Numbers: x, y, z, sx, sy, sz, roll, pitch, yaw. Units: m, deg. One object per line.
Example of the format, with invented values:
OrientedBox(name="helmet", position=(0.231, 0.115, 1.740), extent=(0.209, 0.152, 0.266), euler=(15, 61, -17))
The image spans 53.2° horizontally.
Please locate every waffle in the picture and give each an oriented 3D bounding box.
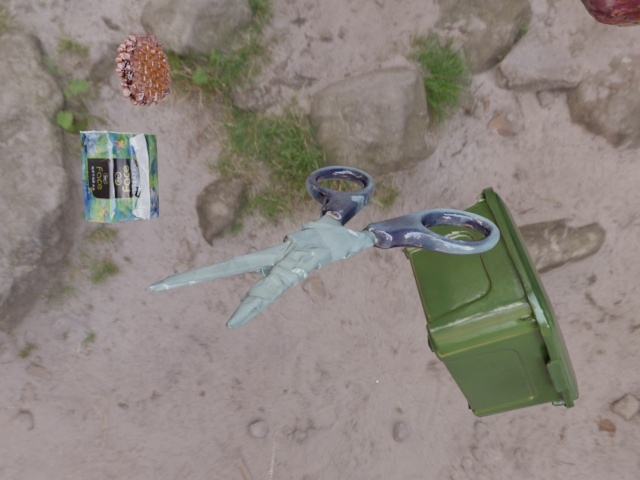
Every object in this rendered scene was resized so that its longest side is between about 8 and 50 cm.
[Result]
OrientedBox(name="waffle", position=(-0.189, -0.185, 0.692), extent=(0.029, 0.075, 0.083), euler=(2, 33, 20))

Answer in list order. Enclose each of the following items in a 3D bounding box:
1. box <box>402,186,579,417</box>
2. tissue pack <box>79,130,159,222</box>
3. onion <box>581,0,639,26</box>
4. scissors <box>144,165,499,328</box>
OrientedBox(name="box", position=(0.256, 0.116, 0.966), extent=(0.178, 0.328, 0.252), euler=(-24, 47, 14))
OrientedBox(name="tissue pack", position=(-0.241, -0.080, 0.797), extent=(0.079, 0.085, 0.111), euler=(4, 98, 31))
OrientedBox(name="onion", position=(0.203, -0.196, 0.419), extent=(0.097, 0.107, 0.107), euler=(19, 78, 39))
OrientedBox(name="scissors", position=(0.000, 0.000, 0.671), extent=(0.256, 0.383, 0.029), euler=(27, 124, 32))
